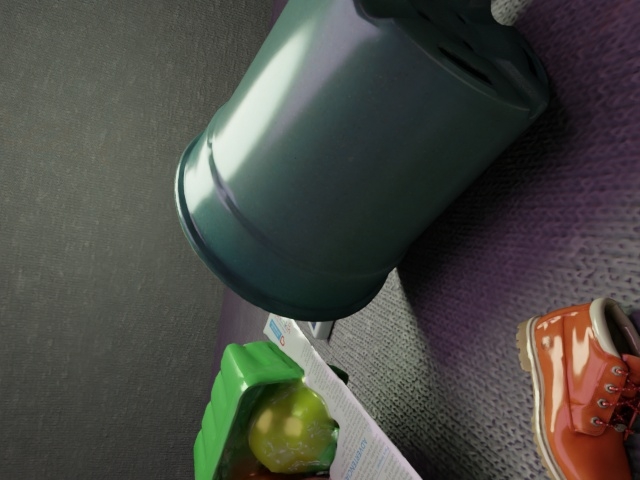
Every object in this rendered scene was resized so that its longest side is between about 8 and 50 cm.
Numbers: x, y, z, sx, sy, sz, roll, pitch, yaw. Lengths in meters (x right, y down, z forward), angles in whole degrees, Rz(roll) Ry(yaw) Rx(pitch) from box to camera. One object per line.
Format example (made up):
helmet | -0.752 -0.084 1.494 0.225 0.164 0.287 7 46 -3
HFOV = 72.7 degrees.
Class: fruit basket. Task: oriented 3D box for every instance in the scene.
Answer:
fruit basket | -0.015 0.296 0.504 0.353 0.165 0.328 36 113 42

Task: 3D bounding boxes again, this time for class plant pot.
plant pot | 0.041 -0.129 0.512 0.334 0.340 0.342 -48 37 45

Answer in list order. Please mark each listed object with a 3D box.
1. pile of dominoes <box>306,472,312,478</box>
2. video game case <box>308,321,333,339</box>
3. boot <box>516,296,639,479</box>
pile of dominoes | -0.037 0.378 0.764 0.196 0.040 0.252 -64 -7 -64
video game case | 0.000 0.000 0.964 0.329 0.036 0.300 -123 46 -62
boot | 0.198 0.118 0.310 0.085 0.059 0.158 -47 37 50
